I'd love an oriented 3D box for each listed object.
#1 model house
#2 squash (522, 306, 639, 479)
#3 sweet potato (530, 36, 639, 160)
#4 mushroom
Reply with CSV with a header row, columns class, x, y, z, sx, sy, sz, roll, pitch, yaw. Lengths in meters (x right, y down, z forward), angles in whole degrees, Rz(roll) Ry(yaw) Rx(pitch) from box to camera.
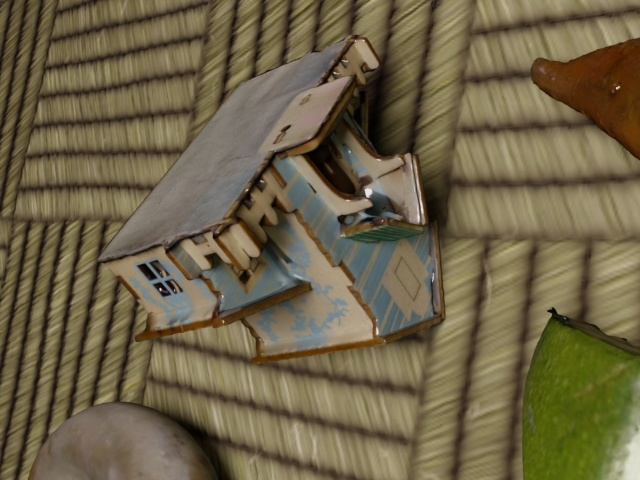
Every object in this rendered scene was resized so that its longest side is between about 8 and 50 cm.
class,x,y,z,sx,sy,sz,roll,pitch,yaw
model house,0.000,0.000,0.606,0.178,0.206,0.271,-15,32,34
squash,0.160,0.203,0.462,0.203,0.111,0.288,22,95,43
sweet potato,0.260,-0.049,0.436,0.359,0.112,0.112,32,101,40
mushroom,-0.205,0.260,0.679,0.244,0.244,0.243,-11,72,38
